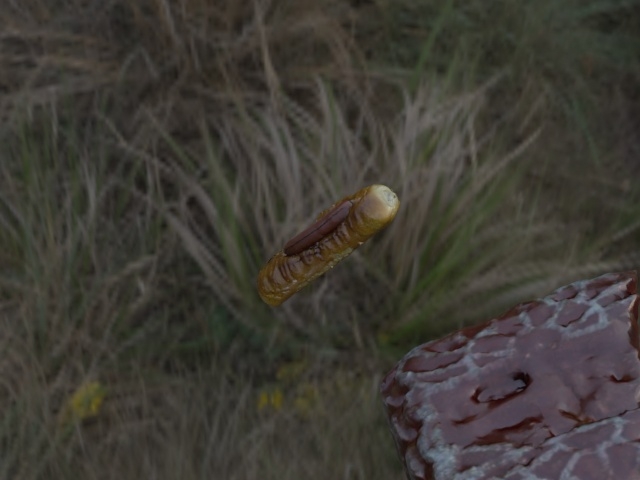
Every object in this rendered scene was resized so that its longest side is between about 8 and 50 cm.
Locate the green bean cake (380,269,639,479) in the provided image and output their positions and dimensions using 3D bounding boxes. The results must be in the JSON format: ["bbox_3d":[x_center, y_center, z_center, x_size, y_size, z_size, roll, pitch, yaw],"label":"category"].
[{"bbox_3d":[0.151,0.135,1.068,0.199,0.097,0.232,-18,36,1],"label":"green bean cake"}]

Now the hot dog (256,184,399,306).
[{"bbox_3d":[0.000,0.000,1.782,0.047,0.216,0.066,33,43,-25],"label":"hot dog"}]
